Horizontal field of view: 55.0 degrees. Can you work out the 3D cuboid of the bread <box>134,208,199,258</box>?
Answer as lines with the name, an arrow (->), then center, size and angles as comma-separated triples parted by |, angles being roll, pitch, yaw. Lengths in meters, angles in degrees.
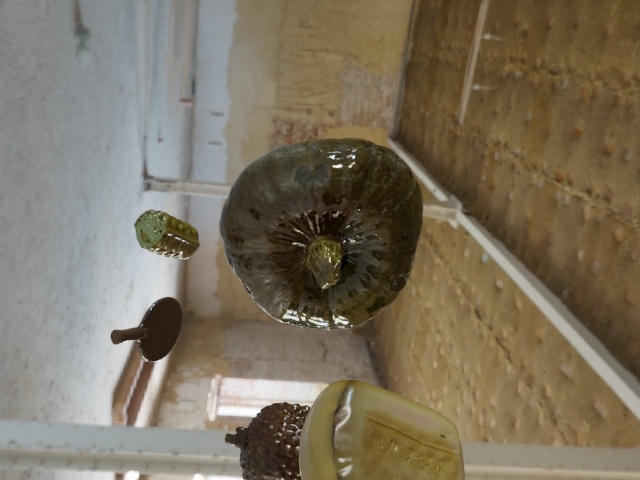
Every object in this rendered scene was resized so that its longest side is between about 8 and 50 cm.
bread -> -0.378, -0.010, 1.551 | 0.269, 0.087, 0.098 | 44, 34, -78

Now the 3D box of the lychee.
lychee -> -0.076, 0.422, 1.236 | 0.200, 0.239, 0.199 | 11, 90, -90

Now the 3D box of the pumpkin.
pumpkin -> 0.000, 0.000, 0.650 | 0.162, 0.219, 0.218 | -89, -173, -65

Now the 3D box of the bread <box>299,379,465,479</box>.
bread -> 0.033, 0.131, 0.359 | 0.056, 0.115, 0.082 | -28, -132, 39

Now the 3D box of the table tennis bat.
table tennis bat -> -0.221, 0.152, 0.947 | 0.170, 0.119, 0.107 | 4, 97, -70
